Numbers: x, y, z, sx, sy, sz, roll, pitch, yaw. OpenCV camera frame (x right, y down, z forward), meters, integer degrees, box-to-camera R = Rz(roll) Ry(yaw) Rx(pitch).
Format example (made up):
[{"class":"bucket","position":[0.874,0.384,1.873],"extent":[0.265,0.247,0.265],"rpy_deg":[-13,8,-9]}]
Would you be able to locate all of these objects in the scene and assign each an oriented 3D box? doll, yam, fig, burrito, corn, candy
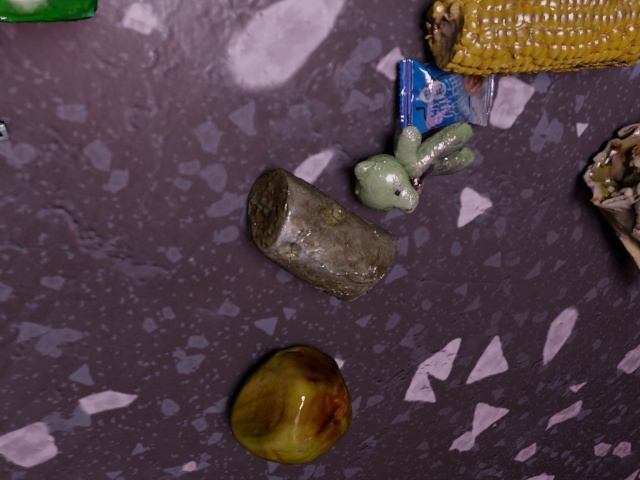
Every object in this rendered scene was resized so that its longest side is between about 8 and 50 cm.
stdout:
[{"class":"doll","position":[0.111,-0.081,0.566],"extent":[0.150,0.078,0.115],"rpy_deg":[-27,151,0]},{"class":"yam","position":[0.000,0.000,0.562],"extent":[0.183,0.107,0.107],"rpy_deg":[32,102,-32]},{"class":"fig","position":[-0.043,0.222,0.652],"extent":[0.165,0.144,0.154],"rpy_deg":[-24,162,-1]},{"class":"burrito","position":[0.543,-0.046,0.762],"extent":[0.190,0.135,0.331],"rpy_deg":[-42,130,13]},{"class":"corn","position":[0.265,-0.243,0.538],"extent":[0.317,0.115,0.115],"rpy_deg":[-11,122,-18]},{"class":"candy","position":[0.151,-0.170,0.572],"extent":[0.136,0.038,0.088],"rpy_deg":[-13,110,-21]}]

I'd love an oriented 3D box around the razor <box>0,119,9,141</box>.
[{"class":"razor","position":[-0.321,-0.164,0.362],"extent":[0.084,0.035,0.212],"rpy_deg":[-27,121,-30]}]

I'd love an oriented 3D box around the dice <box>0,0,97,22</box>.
[{"class":"dice","position":[-0.221,-0.216,0.320],"extent":[0.130,0.120,0.129],"rpy_deg":[-5,121,-20]}]
